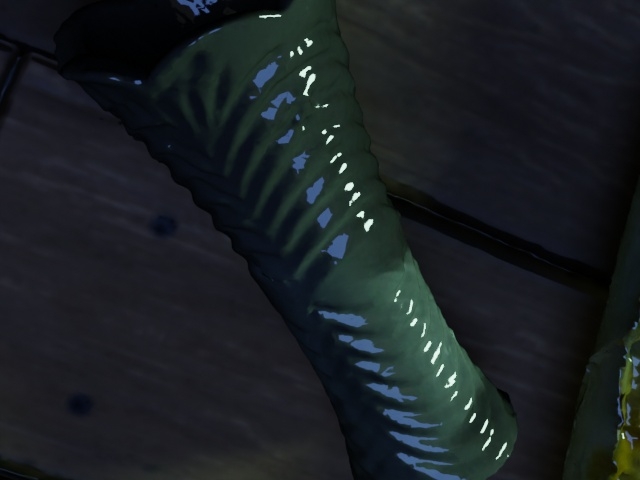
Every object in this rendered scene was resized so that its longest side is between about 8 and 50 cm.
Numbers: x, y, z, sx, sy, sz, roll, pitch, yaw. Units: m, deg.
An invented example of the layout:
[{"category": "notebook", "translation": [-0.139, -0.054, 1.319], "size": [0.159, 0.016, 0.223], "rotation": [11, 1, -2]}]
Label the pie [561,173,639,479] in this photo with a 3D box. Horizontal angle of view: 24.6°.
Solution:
[{"category": "pie", "translation": [0.180, 0.025, 0.627], "size": [0.129, 0.068, 0.282], "rotation": [8, 108, -15]}]

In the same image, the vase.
[{"category": "vase", "translation": [0.000, 0.000, 0.579], "size": [0.115, 0.115, 0.237], "rotation": [-24, 119, 5]}]
